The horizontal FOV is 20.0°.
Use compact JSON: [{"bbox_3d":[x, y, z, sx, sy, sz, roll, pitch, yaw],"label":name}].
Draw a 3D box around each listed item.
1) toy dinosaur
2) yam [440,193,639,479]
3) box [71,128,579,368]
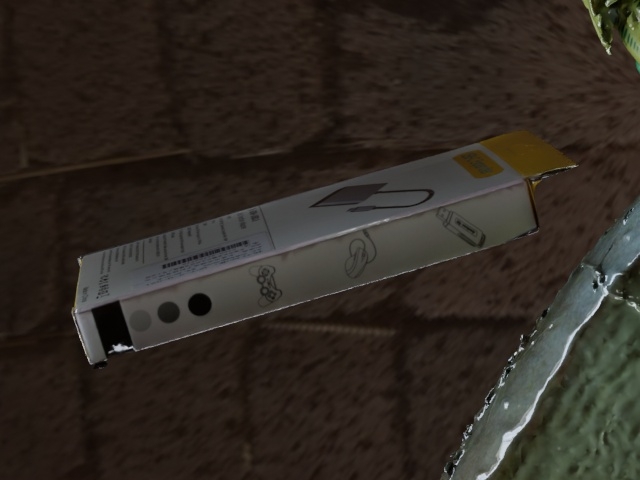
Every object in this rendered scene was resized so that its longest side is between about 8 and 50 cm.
[{"bbox_3d":[0.299,-0.166,1.525,0.094,0.153,0.259,-60,39,35],"label":"toy dinosaur"},{"bbox_3d":[0.219,0.104,1.106,0.202,0.201,0.271,37,85,15],"label":"yam"},{"bbox_3d":[0.000,0.000,0.896,0.247,0.129,0.033,-16,102,-1],"label":"box"}]
